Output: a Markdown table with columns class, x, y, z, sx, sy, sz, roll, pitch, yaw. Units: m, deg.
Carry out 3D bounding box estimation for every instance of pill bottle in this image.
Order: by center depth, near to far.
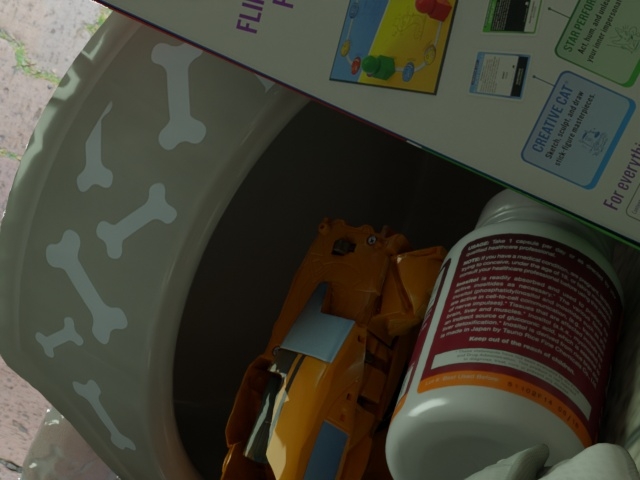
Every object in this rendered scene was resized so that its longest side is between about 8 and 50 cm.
| class | x | y | z | sx | sy | sz | roll | pitch | yaw |
| --- | --- | --- | --- | --- | --- | --- | --- | --- | --- |
| pill bottle | 0.086 | 0.047 | 0.772 | 0.086 | 0.086 | 0.152 | 117 | 176 | -46 |

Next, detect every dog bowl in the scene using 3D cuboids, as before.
| class | x | y | z | sx | sy | sz | roll | pitch | yaw |
| --- | --- | --- | --- | --- | --- | --- | --- | --- | --- |
| dog bowl | 0.000 | 0.000 | 0.937 | 0.349 | 0.102 | 0.348 | -28 | -45 | -33 |

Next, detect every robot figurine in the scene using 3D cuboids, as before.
| class | x | y | z | sx | sy | sz | roll | pitch | yaw |
| --- | --- | --- | --- | --- | --- | --- | --- | --- | --- |
| robot figurine | 0.006 | 0.149 | 0.843 | 0.211 | 0.085 | 0.291 | 39 | -115 | -52 |

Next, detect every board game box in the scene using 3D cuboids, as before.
| class | x | y | z | sx | sy | sz | roll | pitch | yaw |
| --- | --- | --- | --- | --- | --- | --- | --- | --- | --- |
| board game box | 0.057 | -0.165 | 0.733 | 0.064 | 0.317 | 0.242 | -74 | 10 | -72 |

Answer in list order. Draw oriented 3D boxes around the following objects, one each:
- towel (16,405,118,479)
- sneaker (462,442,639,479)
| class | x | y | z | sx | sy | sz | roll | pitch | yaw |
| --- | --- | --- | --- | --- | --- | --- | --- | --- | --- |
| towel | -0.097 | 0.146 | 1.610 | 0.053 | 0.317 | 0.331 | 53 | 126 | 43 |
| sneaker | 0.056 | 0.140 | 0.633 | 0.129 | 0.111 | 0.297 | -50 | 3 | -13 |
